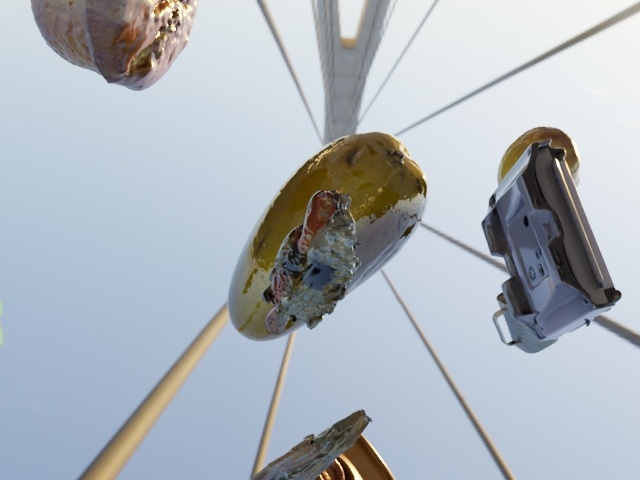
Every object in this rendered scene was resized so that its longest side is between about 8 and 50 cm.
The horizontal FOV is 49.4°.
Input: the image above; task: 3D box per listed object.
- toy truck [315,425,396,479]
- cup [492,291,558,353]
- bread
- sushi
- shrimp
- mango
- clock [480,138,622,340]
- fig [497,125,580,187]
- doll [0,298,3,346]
[{"bbox_3d":[0.017,0.497,1.273,0.211,0.204,0.288,2,-128,-52],"label":"toy truck"},{"bbox_3d":[0.435,0.170,1.498,0.128,0.130,0.095,-26,-161,-12],"label":"cup"},{"bbox_3d":[-0.286,-0.371,1.012,0.172,0.312,0.312,16,-151,9],"label":"bread"},{"bbox_3d":[-0.005,0.041,0.937,0.097,0.226,0.103,10,-150,-38],"label":"sushi"},{"bbox_3d":[-0.026,0.305,0.968,0.223,0.126,0.047,-38,-120,1],"label":"shrimp"},{"bbox_3d":[0.000,0.000,1.232,0.220,0.445,0.301,47,-171,13],"label":"mango"},{"bbox_3d":[0.310,0.005,0.979,0.083,0.186,0.253,-10,-110,-10],"label":"clock"},{"bbox_3d":[0.404,-0.105,1.376,0.159,0.159,0.257,30,-110,40],"label":"fig"},{"bbox_3d":[-0.709,0.157,1.134,0.362,0.183,0.160,-8,172,-10],"label":"doll"}]
